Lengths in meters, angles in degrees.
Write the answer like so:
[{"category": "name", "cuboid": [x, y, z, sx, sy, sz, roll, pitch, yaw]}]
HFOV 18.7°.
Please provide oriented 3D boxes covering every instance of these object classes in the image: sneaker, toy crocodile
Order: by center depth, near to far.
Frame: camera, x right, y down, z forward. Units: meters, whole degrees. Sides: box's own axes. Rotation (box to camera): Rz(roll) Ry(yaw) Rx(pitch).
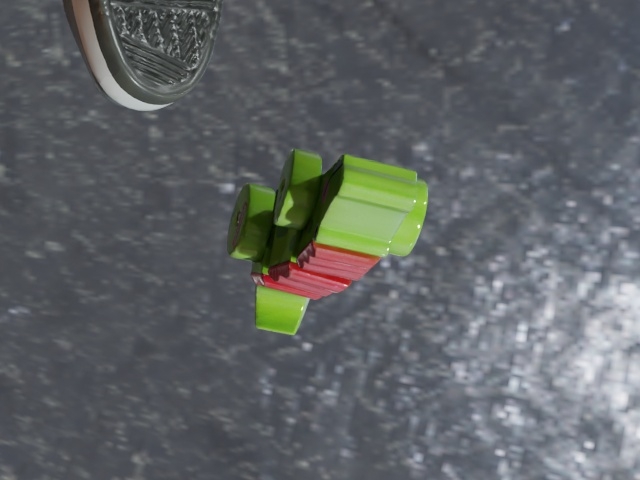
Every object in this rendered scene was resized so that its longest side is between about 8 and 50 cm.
[{"category": "sneaker", "cuboid": [-0.168, -0.188, 1.200, 0.123, 0.178, 0.296, 16, 56, -43]}, {"category": "toy crocodile", "cuboid": [0.000, 0.000, 1.612, 0.115, 0.340, 0.105, 14, 74, -15]}]
